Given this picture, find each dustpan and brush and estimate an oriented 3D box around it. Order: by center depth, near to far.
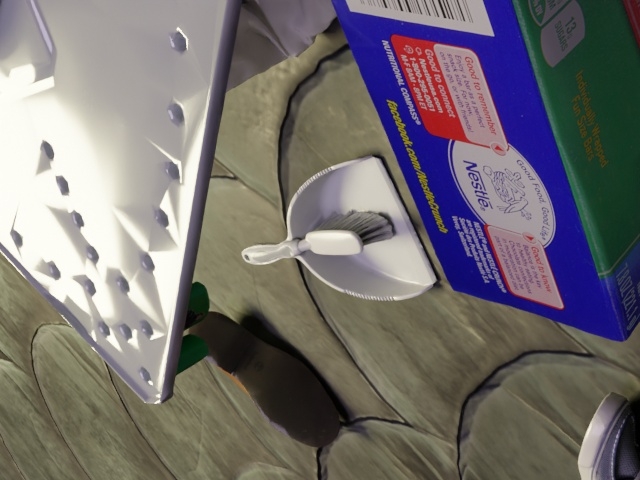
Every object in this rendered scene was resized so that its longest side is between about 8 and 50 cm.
[{"bbox_3d":[0.000,0.000,1.287,0.211,0.060,0.147,-4,117,53],"label":"dustpan and brush"}]

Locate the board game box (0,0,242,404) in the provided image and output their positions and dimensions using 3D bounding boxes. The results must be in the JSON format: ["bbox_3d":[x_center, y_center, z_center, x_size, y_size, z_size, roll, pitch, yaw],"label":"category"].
[{"bbox_3d":[-0.181,-0.150,0.784,0.390,0.050,0.390,41,140,25],"label":"board game box"}]

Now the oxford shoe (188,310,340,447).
[{"bbox_3d":[-0.057,0.160,1.524,0.212,0.076,0.076,41,176,16],"label":"oxford shoe"}]

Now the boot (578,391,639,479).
[{"bbox_3d":[0.275,0.210,1.140,0.086,0.069,0.190,24,146,28],"label":"boot"}]

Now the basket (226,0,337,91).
[{"bbox_3d":[-0.130,-0.251,0.969,0.266,0.331,0.328,54,147,2],"label":"basket"}]

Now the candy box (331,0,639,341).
[{"bbox_3d":[0.160,-0.156,0.657,0.122,0.317,0.268,18,147,40],"label":"candy box"}]
